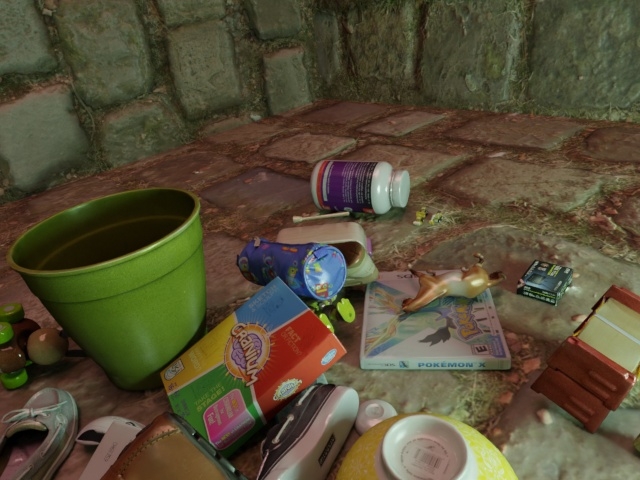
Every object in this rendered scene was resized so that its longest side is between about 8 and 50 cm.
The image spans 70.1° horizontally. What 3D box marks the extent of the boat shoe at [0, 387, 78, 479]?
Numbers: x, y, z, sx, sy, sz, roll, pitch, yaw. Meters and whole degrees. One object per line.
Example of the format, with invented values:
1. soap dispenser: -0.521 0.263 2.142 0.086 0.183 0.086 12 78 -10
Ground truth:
1. boat shoe: -0.531 0.378 0.814 0.118 0.103 0.320 -9 28 -2

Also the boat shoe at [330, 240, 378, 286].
1. boat shoe: -0.008 0.086 1.208 0.340 0.110 0.122 -6 49 42

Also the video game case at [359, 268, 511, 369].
1. video game case: 0.248 0.169 1.055 0.299 0.036 0.329 -3 29 11

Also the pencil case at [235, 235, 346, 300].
1. pencil case: -0.077 0.058 1.088 0.119 0.133 0.306 -30 22 -35

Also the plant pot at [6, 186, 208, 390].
1. plant pot: -0.400 0.117 0.995 0.365 0.353 0.367 -7 28 4

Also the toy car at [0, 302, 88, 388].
1. toy car: -0.645 0.237 1.069 0.188 0.155 0.149 -4 27 -13

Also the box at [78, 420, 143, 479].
1. box: -0.252 0.385 0.656 0.180 0.119 0.182 4 51 23

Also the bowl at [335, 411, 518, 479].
1. bowl: 0.147 0.343 0.637 0.289 0.156 0.290 -6 29 3

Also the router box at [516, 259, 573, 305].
1. router box: 0.542 0.099 1.100 0.092 0.038 0.122 17 37 38

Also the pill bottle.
1. pill bottle: 0.137 -0.187 1.589 0.322 0.182 0.181 7 32 26

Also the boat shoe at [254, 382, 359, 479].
1. boat shoe: -0.048 0.345 0.741 0.102 0.108 0.301 3 32 33

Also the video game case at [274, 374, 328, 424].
1. video game case: -0.045 0.299 0.918 0.119 0.015 0.166 -15 29 -12

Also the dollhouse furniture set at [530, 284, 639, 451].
1. dollhouse furniture set: 0.567 0.264 0.720 0.201 0.152 0.374 -27 51 -32

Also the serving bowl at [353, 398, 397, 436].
1. serving bowl: 0.100 0.319 0.828 0.083 0.027 0.083 -6 27 3

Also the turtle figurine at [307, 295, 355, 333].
1. turtle figurine: -0.039 0.181 1.048 0.269 0.087 0.217 -15 6 -36

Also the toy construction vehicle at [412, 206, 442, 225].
1. toy construction vehicle: 0.349 -0.081 1.488 0.085 0.035 0.098 12 34 33

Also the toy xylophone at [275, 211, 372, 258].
1. toy xylophone: 0.000 0.000 1.386 0.322 0.081 0.236 -1 29 13

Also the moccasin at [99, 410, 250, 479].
1. moccasin: -0.093 0.374 0.531 0.147 0.380 0.139 -49 1 -25

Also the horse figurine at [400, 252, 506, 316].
1. horse figurine: 0.311 0.095 1.071 0.263 0.066 0.174 -7 22 8

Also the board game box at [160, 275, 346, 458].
1. board game box: -0.141 0.239 0.889 0.316 0.064 0.242 -40 37 -11

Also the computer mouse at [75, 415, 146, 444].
1. computer mouse: -0.366 0.350 0.848 0.192 0.042 0.106 -4 -4 10
